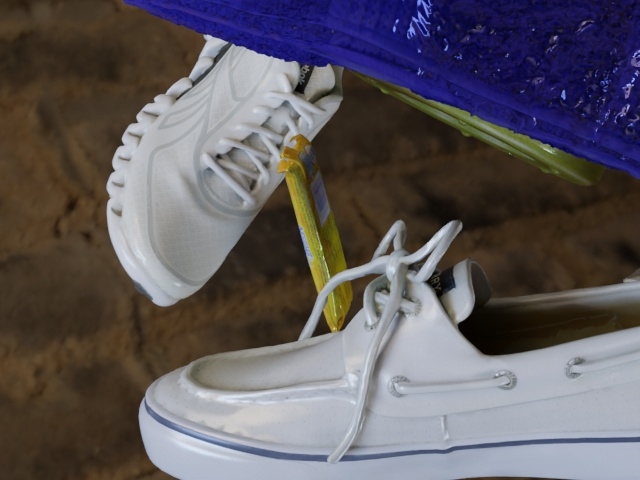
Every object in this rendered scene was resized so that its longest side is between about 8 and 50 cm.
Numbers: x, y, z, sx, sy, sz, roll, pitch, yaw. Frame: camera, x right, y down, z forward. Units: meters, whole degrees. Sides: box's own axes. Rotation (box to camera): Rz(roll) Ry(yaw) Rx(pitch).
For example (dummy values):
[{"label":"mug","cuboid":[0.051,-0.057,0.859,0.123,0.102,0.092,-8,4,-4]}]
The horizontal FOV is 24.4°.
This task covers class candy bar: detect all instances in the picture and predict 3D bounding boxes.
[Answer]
[{"label":"candy bar","cuboid":[0.000,0.000,0.991,0.018,0.161,0.040,1,-140,22]}]

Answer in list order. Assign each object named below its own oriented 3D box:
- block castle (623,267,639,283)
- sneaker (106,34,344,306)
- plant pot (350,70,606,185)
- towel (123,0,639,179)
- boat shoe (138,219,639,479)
[{"label":"block castle","cuboid":[0.455,0.117,1.264,0.303,0.212,0.453,-17,-173,-2]},{"label":"sneaker","cuboid":[-0.056,-0.082,1.066,0.110,0.118,0.292,47,-128,-32]},{"label":"plant pot","cuboid":[0.195,-0.248,1.213,0.366,0.353,0.366,27,-175,-2]},{"label":"towel","cuboid":[0.066,-0.148,0.623,0.308,0.227,0.076,19,-143,3]},{"label":"boat shoe","cuboid":[0.069,0.056,0.861,0.367,0.156,0.136,-2,-157,9]}]
